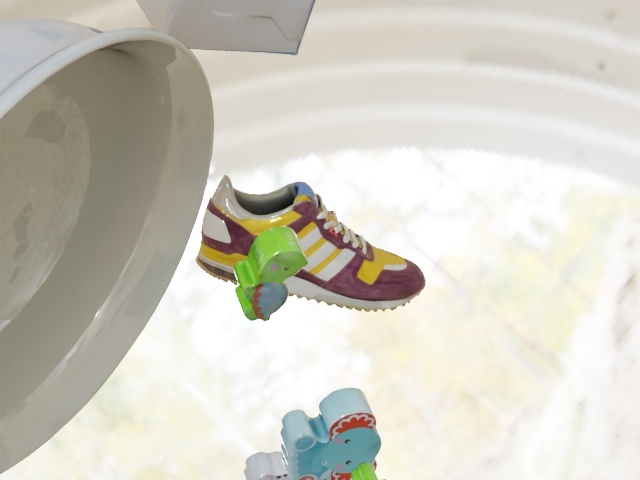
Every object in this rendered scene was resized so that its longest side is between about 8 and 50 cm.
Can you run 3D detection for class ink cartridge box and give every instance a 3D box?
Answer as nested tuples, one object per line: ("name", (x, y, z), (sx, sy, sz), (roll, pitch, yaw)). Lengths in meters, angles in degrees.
("ink cartridge box", (-0.086, -0.205, 1.403), (0.104, 0.181, 0.061), (1, -55, -28))

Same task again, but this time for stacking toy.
("stacking toy", (0.008, 0.120, 0.925), (0.052, 0.167, 0.221), (-14, -42, -12))

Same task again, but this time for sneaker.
("sneaker", (0.000, 0.000, 1.513), (0.069, 0.185, 0.084), (-123, 44, -65))

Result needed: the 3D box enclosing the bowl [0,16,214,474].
("bowl", (-0.202, -0.012, 1.118), (0.298, 0.134, 0.298), (-46, -26, -30))
